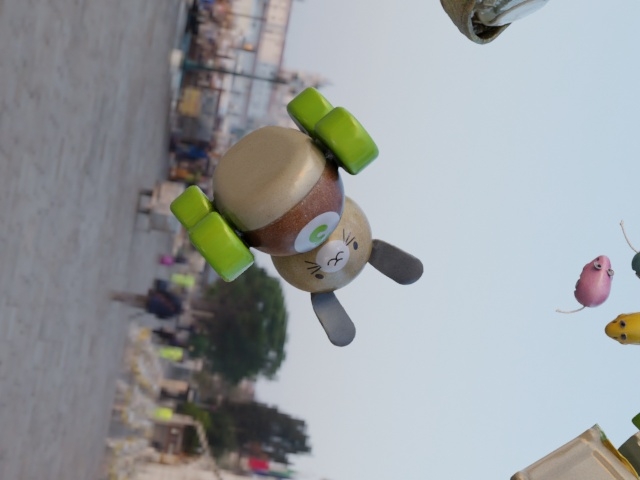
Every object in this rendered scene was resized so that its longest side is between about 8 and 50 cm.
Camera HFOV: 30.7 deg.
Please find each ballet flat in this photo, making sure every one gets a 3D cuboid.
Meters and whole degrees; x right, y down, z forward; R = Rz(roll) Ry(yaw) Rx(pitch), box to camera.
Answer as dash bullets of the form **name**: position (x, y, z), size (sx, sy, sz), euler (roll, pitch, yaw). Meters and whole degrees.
- **ballet flat**: position (0.262, -0.347, 1.332), size (0.348, 0.123, 0.123), euler (-43, -147, 48)

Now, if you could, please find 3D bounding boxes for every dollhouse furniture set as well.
- **dollhouse furniture set**: position (0.344, 0.327, 1.323), size (0.197, 0.301, 0.151), euler (48, -45, 27)

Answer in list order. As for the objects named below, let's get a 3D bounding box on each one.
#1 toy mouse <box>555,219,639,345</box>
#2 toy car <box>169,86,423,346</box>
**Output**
- **toy mouse**: position (0.346, 0.047, 1.312), size (0.031, 0.161, 0.143), euler (142, -51, -88)
- **toy car**: position (0.000, 0.000, 0.951), size (0.155, 0.188, 0.149), euler (-40, -154, -2)
